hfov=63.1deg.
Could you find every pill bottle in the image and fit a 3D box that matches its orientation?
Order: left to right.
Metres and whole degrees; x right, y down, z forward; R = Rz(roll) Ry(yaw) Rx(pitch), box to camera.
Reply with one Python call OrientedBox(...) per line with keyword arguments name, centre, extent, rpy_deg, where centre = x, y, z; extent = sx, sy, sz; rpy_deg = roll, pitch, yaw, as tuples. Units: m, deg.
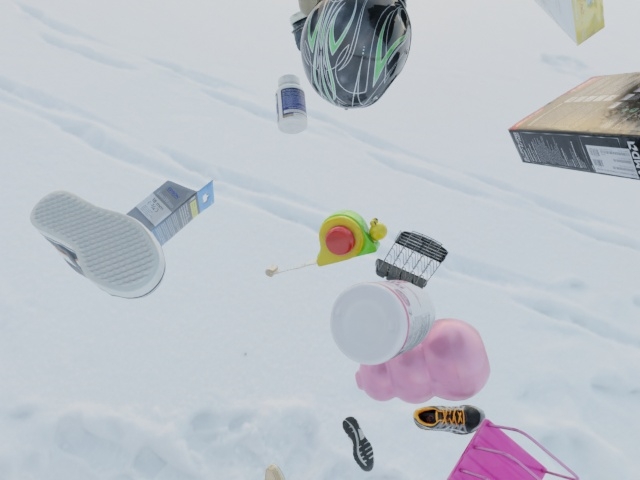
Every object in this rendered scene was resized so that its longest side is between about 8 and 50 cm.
OrientedBox(name="pill bottle", centre=(-0.066, -0.304, 1.158), extent=(0.067, 0.067, 0.120), rpy_deg=(0, 72, -19))
OrientedBox(name="pill bottle", centre=(0.148, 0.166, 1.124), extent=(0.160, 0.160, 0.283), rpy_deg=(34, 12, 23))

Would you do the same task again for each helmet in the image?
OrientedBox(name="helmet", centre=(0.048, -0.292, 0.797), extent=(0.169, 0.169, 0.162), rpy_deg=(29, 67, 18))

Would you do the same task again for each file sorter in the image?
OrientedBox(name="file sorter", centre=(0.428, 0.605, 1.213), extent=(0.202, 0.182, 0.291), rpy_deg=(40, 72, 1))

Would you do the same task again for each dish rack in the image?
OrientedBox(name="dish rack", centre=(0.331, 0.068, 1.896), extent=(0.208, 0.272, 0.074), rpy_deg=(23, 43, -2))

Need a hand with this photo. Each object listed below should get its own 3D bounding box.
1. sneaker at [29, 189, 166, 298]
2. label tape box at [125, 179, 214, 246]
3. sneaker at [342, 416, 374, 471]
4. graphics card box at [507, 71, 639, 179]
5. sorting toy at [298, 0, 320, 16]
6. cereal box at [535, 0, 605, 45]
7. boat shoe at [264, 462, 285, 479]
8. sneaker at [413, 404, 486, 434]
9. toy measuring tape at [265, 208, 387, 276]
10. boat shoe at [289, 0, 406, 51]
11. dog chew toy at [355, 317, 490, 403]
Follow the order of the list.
OrientedBox(name="sneaker", centre=(-0.365, 0.019, 0.909), extent=(0.321, 0.127, 0.126), rpy_deg=(29, 67, 31))
OrientedBox(name="label tape box", centre=(-0.533, -0.100, 1.828), extent=(0.106, 0.240, 0.333), rpy_deg=(45, 72, 3))
OrientedBox(name="sneaker", centre=(0.077, 0.389, 0.990), extent=(0.040, 0.044, 0.109), rpy_deg=(-24, 42, -1))
OrientedBox(name="graphics card box", centre=(0.551, -0.221, 0.957), extent=(0.232, 0.094, 0.371), rpy_deg=(-31, 17, -4))
OrientedBox(name="sorting toy", centre=(0.014, -0.477, 0.924), extent=(0.047, 0.348, 0.196), rpy_deg=(-3, 11, 25))
OrientedBox(name="cereal box", centre=(0.284, -0.393, 0.696), extent=(0.173, 0.047, 0.240), rpy_deg=(29, 32, -55))
OrientedBox(name="boat shoe", centre=(-0.117, 0.626, 1.250), extent=(0.059, 0.170, 0.063), rpy_deg=(-8, 5, -42))
OrientedBox(name="sneaker", centre=(0.370, 0.519, 1.516), extent=(0.214, 0.083, 0.084), rpy_deg=(-11, 58, 20))
OrientedBox(name="toy measuring tape", centre=(0.000, 0.000, 1.248), extent=(0.330, 0.121, 0.121), rpy_deg=(-15, 30, 23))
OrientedBox(name="boat shoe", centre=(0.065, -0.451, 1.078), extent=(0.254, 0.079, 0.095), rpy_deg=(-17, 11, -14))
OrientedBox(name="dog chew toy", centre=(0.252, 0.321, 1.329), extent=(0.331, 0.207, 0.207), rpy_deg=(-15, 38, 7))
